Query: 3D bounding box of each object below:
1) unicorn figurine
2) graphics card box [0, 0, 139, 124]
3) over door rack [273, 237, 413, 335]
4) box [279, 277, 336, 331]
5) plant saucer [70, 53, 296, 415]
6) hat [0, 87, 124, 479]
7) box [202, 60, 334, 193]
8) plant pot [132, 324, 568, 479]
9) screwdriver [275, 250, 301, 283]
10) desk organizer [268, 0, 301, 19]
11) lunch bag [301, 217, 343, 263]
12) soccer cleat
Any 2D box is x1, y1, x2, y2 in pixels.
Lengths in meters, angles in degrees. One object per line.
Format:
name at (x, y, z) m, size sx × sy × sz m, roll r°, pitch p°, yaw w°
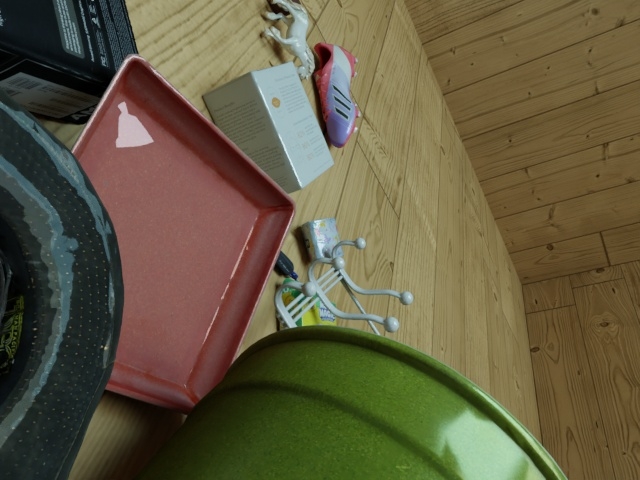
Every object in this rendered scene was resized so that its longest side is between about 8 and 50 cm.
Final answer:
unicorn figurine at (-0.052, -0.366, 0.973) m, size 0.111 × 0.060 × 0.161 m, roll 18°, pitch 82°, yaw -32°
graphics card box at (-0.284, -0.228, 0.360) m, size 0.371 × 0.094 × 0.232 m, roll -10°, pitch 83°, yaw -71°
over door rack at (0.075, 0.168, 0.748) m, size 0.324 × 0.108 × 0.239 m, roll 68°, pitch 25°, yaw -5°
box at (-0.015, 0.147, 0.774) m, size 0.105 × 0.043 × 0.179 m, roll 30°, pitch 50°, yaw -55°
plant saucer at (-0.150, 0.011, 0.507) m, size 0.258 × 0.048 × 0.259 m, roll 42°, pitch 63°, yaw -47°
hat at (-0.263, 0.031, 0.260) m, size 0.331 × 0.134 × 0.331 m, roll 36°, pitch 49°, yaw -57°
box at (-0.070, -0.159, 0.789) m, size 0.170 × 0.091 × 0.130 m, roll 67°, pitch 30°, yaw -14°
plant pot at (-0.047, 0.294, 0.336) m, size 0.353 × 0.367 × 0.366 m, roll -30°, pitch 103°, yaw -52°
screwdriver at (-0.031, 0.063, 0.823) m, size 0.025 × 0.024 × 0.170 m, roll -60°, pitch 136°, yaw -19°
desk organizer at (-0.062, -0.483, 1.053) m, size 0.050 × 0.047 × 0.130 m, roll 60°, pitch 29°, yaw -31°
lunch bag at (0.000, 0.000, 0.885) m, size 0.083 × 0.053 × 0.071 m, roll -17°, pitch 92°, yaw -74°
soccer cleat at (0.024, -0.299, 1.100) m, size 0.095 × 0.083 × 0.247 m, roll 17°, pitch 61°, yaw -26°
